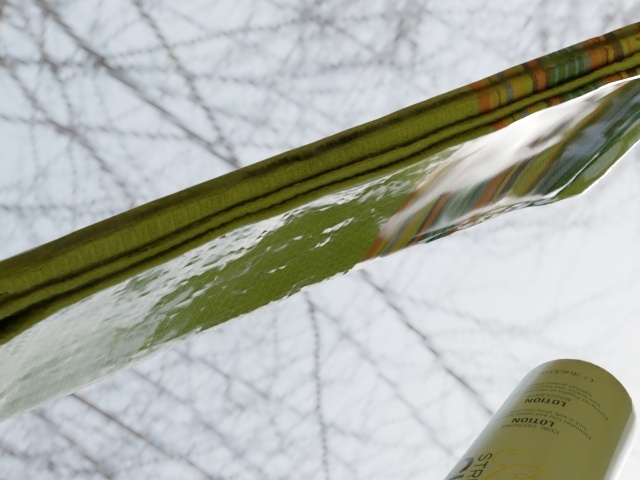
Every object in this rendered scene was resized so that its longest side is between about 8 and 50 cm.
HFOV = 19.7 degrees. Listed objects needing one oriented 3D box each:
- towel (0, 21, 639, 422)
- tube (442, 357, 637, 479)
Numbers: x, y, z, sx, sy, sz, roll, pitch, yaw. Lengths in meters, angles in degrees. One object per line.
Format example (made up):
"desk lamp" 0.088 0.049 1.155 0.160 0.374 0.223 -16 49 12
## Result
"towel" 0.000 0.000 0.491 0.237 0.102 0.021 -22 -108 -30
"tube" 0.077 0.118 0.759 0.062 0.070 0.240 48 -150 1
